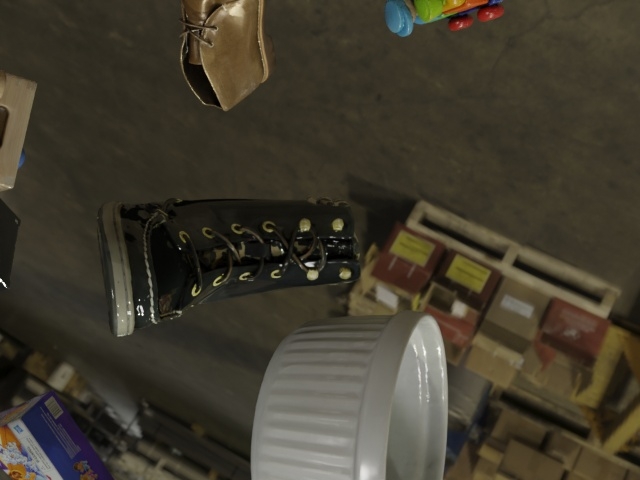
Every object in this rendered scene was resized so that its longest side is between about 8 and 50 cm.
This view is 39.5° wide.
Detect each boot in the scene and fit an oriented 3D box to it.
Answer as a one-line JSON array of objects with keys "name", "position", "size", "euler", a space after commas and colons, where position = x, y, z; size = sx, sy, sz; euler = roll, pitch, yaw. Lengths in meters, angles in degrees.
[{"name": "boot", "position": [-0.058, 0.007, 0.633], "size": [0.179, 0.085, 0.236], "euler": [-4, -174, -4]}, {"name": "boot", "position": [-0.140, -0.292, 1.162], "size": [0.112, 0.115, 0.305], "euler": [24, 153, 26]}]

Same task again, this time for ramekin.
[{"name": "ramekin", "position": [0.027, 0.155, 0.701], "size": [0.109, 0.207, 0.207], "euler": [2, 148, 20]}]

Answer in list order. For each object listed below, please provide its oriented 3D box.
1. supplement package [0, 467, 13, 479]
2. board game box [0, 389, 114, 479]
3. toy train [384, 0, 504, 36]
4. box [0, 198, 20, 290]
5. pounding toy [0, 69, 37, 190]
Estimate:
[{"name": "supplement package", "position": [-0.482, 0.316, 1.029], "size": [0.175, 0.177, 0.293], "euler": [51, 167, 43]}, {"name": "board game box", "position": [-0.410, 0.419, 1.367], "size": [0.233, 0.078, 0.347], "euler": [-25, 103, 31]}, {"name": "toy train", "position": [0.208, -0.372, 1.347], "size": [0.248, 0.143, 0.105], "euler": [8, 119, 67]}, {"name": "box", "position": [-0.613, 0.016, 1.519], "size": [0.158, 0.156, 0.093], "euler": [-15, 140, 10]}, {"name": "pounding toy", "position": [-0.370, -0.153, 1.014], "size": [0.094, 0.181, 0.206], "euler": [15, 172, -31]}]
